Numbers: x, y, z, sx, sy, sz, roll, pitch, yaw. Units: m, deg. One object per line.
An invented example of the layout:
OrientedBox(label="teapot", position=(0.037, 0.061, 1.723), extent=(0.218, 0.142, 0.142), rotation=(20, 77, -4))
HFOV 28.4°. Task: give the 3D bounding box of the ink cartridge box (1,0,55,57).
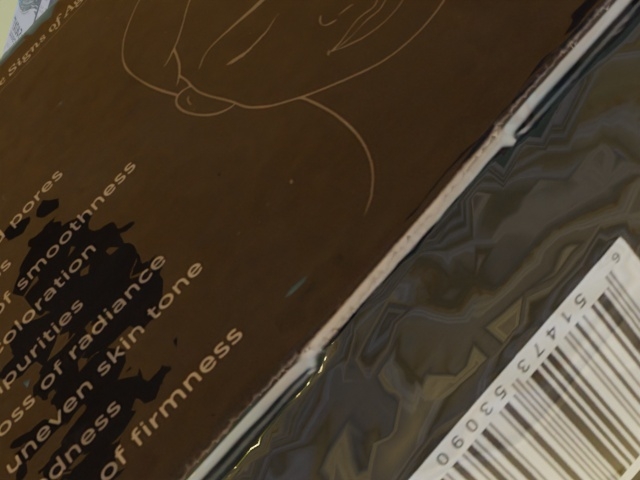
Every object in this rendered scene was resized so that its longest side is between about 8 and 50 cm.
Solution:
OrientedBox(label="ink cartridge box", position=(-0.224, -0.222, 1.215), extent=(0.172, 0.100, 0.237), rotation=(50, -57, 57))

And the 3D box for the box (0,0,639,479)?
OrientedBox(label="box", position=(0.000, 0.000, 0.749), extent=(0.480, 0.297, 0.472), rotation=(-48, -143, -4))
